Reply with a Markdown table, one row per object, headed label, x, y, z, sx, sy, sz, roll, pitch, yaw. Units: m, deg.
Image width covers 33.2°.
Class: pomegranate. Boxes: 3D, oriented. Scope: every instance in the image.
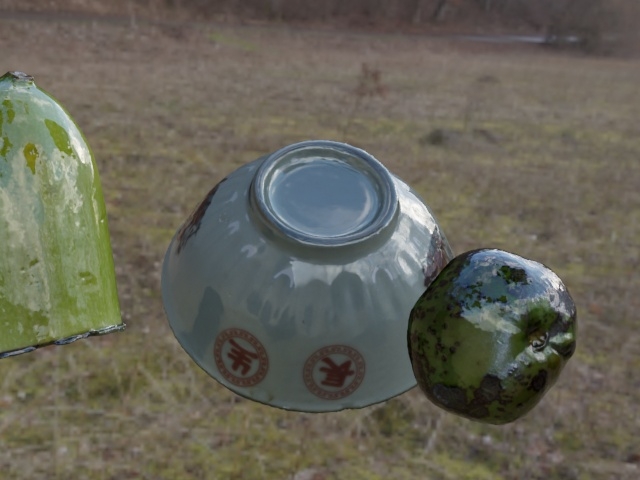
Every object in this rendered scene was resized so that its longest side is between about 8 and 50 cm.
| label | x | y | z | sx | sy | sz | roll | pitch | yaw |
| --- | --- | --- | --- | --- | --- | --- | --- | --- | --- |
| pomegranate | 0.138 | 0.081 | 0.844 | 0.126 | 0.138 | 0.163 | 20 | -16 | 23 |

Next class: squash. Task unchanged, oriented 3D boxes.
| label | x | y | z | sx | sy | sz | roll | pitch | yaw |
| --- | --- | --- | --- | --- | --- | --- | --- | --- | --- |
| squash | -0.196 | -0.015 | 0.692 | 0.123 | 0.186 | 0.123 | -6 | 3 | 0 |

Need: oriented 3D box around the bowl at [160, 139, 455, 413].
| label | x | y | z | sx | sy | sz | roll | pitch | yaw |
| --- | --- | --- | --- | --- | --- | --- | --- | --- | --- |
| bowl | 0.000 | 0.000 | 1.129 | 0.337 | 0.157 | 0.337 | 3 | 49 | -4 |
